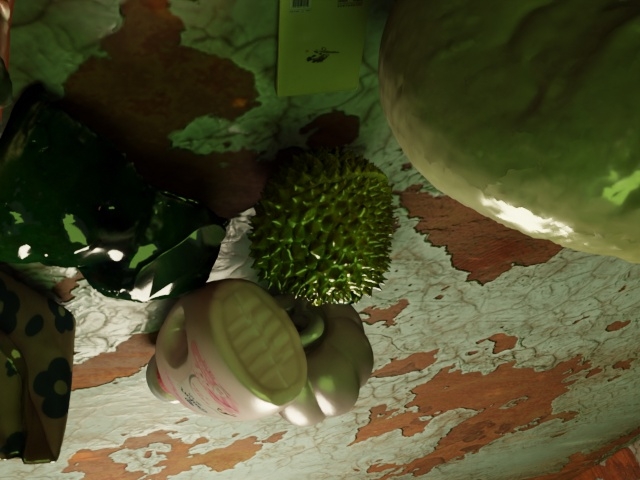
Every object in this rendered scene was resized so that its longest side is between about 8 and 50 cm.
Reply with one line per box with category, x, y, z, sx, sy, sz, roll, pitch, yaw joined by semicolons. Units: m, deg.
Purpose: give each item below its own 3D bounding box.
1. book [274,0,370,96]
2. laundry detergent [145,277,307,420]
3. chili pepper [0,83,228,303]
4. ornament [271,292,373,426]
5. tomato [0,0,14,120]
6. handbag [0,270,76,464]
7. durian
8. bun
book;0.001;-0.173;0.544;0.077;0.014;0.111;-7;142;-12
laundry detergent;-0.134;0.142;0.749;0.088;0.159;0.335;-28;179;-33
chili pepper;-0.186;-0.005;0.590;0.148;0.116;0.264;-50;144;1
ornament;-0.021;0.146;0.826;0.178;0.177;0.177;-12;144;-9
tomato;-0.276;-0.124;0.232;0.273;0.341;0.341;3;141;-5
handbag;-0.380;0.139;0.637;0.190;0.193;0.251;-22;144;13
durian;-0.003;-0.014;0.641;0.146;0.159;0.198;7;172;-12
bun;0.226;-0.132;0.430;0.361;0.361;0.213;-4;123;-19
